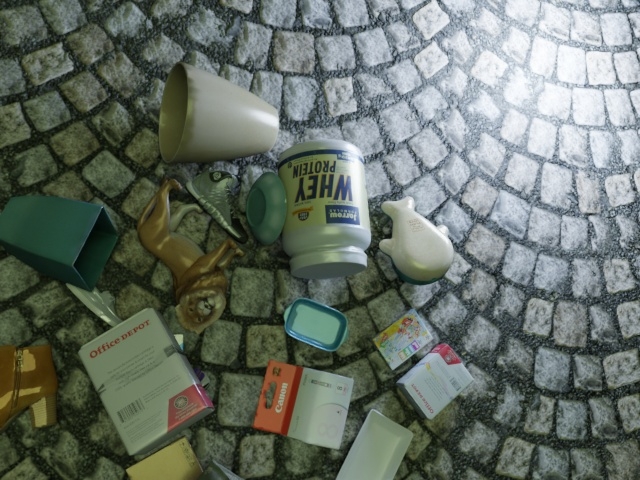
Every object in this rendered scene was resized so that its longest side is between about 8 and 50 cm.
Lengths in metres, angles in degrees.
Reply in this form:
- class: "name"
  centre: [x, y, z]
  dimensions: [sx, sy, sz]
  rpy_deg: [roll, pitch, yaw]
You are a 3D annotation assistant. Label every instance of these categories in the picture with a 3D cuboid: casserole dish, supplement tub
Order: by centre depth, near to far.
- class: "supplement tub"
  centre: [0.010, -0.077, 1.638]
  dimensions: [0.235, 0.235, 0.325]
  rpy_deg: [-1, 75, -14]
- class: "casserole dish"
  centre: [-0.014, 0.230, 1.698]
  dimensions: [0.188, 0.037, 0.114]
  rpy_deg: [23, 76, -9]

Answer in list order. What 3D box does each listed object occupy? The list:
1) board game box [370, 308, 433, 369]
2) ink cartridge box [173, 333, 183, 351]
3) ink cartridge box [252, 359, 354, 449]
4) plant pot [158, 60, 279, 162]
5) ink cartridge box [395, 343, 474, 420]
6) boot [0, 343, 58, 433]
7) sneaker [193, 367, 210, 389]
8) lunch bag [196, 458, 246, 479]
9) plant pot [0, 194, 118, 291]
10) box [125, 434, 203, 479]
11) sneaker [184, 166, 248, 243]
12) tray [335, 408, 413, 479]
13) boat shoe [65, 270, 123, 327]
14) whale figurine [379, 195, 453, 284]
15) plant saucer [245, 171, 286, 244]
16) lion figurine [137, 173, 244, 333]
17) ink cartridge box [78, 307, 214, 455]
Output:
- class: "board game box"
  centre: [0.230, 0.279, 1.755]
  dimensions: [0.154, 0.026, 0.104]
  rpy_deg: [-34, 90, -17]
- class: "ink cartridge box"
  centre: [-0.396, 0.267, 1.600]
  dimensions: [0.083, 0.028, 0.048]
  rpy_deg: [-1, 80, -14]
- class: "ink cartridge box"
  centre: [-0.042, 0.434, 1.648]
  dimensions: [0.232, 0.066, 0.189]
  rpy_deg: [17, 77, -15]
- class: "plant pot"
  centre: [-0.259, -0.315, 1.642]
  dimensions: [0.273, 0.256, 0.257]
  rpy_deg: [4, 79, -30]
- class: "ink cartridge box"
  centre: [0.317, 0.394, 1.733]
  dimensions: [0.175, 0.072, 0.127]
  rpy_deg: [-37, 91, -17]
- class: "boot"
  centre: [-0.776, 0.360, 1.462]
  dimensions: [0.294, 0.104, 0.212]
  rpy_deg: [-10, 78, -20]
- class: "sneaker"
  centre: [-0.361, 0.395, 1.580]
  dimensions: [0.170, 0.068, 0.071]
  rpy_deg: [-40, 71, -20]
- class: "lunch bag"
  centre: [-0.217, 0.704, 1.491]
  dimensions: [0.235, 0.168, 0.287]
  rpy_deg: [-51, 128, -12]
- class: "plant pot"
  centre: [-0.648, -0.009, 1.502]
  dimensions: [0.234, 0.166, 0.166]
  rpy_deg: [16, 64, 3]
- class: "box"
  centre: [-0.368, 0.618, 1.551]
  dimensions: [0.164, 0.021, 0.201]
  rpy_deg: [-26, 88, -17]
- class: "sneaker"
  centre: [-0.243, -0.108, 1.654]
  dimensions: [0.132, 0.086, 0.229]
  rpy_deg: [-44, 86, -7]
- class: "tray"
  centre: [0.132, 0.608, 1.674]
  dimensions: [0.145, 0.030, 0.271]
  rpy_deg: [31, 75, -6]
- class: "boat shoe"
  centre: [-0.555, 0.151, 1.567]
  dimensions: [0.184, 0.066, 0.063]
  rpy_deg: [41, 75, 6]
- class: "whale figurine"
  centre: [0.262, 0.006, 1.773]
  dimensions: [0.216, 0.141, 0.272]
  rpy_deg: [-15, 60, -16]
- class: "plant saucer"
  centre: [-0.155, -0.086, 1.633]
  dimensions: [0.037, 0.194, 0.195]
  rpy_deg: [3, 79, -36]
- class: "lion figurine"
  centre: [-0.361, 0.033, 1.610]
  dimensions: [0.240, 0.142, 0.392]
  rpy_deg: [-43, 78, -7]
- class: "ink cartridge box"
  centre: [-0.415, 0.336, 1.493]
  dimensions: [0.207, 0.117, 0.283]
  rpy_deg: [-31, 74, -8]
